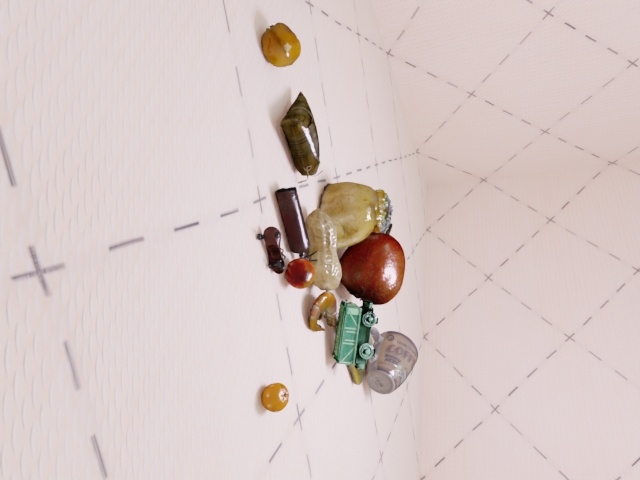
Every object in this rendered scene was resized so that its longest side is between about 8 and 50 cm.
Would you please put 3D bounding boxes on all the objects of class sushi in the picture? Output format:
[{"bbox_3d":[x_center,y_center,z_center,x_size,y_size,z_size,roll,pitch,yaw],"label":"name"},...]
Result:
[{"bbox_3d":[0.279,-0.149,2.270,0.184,0.139,0.274,50,47,-57],"label":"sushi"}]

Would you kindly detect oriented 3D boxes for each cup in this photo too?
[{"bbox_3d":[0.299,0.555,2.121,0.301,0.227,0.257,52,32,-2],"label":"cup"}]

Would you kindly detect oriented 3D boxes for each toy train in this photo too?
[{"bbox_3d":[0.136,0.362,1.750,0.115,0.154,0.269,174,-76,-85],"label":"toy train"}]

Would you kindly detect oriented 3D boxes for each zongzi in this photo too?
[{"bbox_3d":[-0.050,-0.367,1.591,0.241,0.111,0.247,-79,158,-48],"label":"zongzi"}]

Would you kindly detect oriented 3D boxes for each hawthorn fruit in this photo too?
[{"bbox_3d":[0.233,0.090,1.897,0.285,0.285,0.369,45,62,-57],"label":"hawthorn fruit"}]

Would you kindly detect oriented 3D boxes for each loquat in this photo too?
[{"bbox_3d":[-0.128,-0.630,1.457,0.137,0.113,0.137,0,90,-42],"label":"loquat"}]

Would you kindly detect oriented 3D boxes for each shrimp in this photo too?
[{"bbox_3d":[0.017,0.273,1.646,0.150,0.068,0.248,-54,149,-14],"label":"shrimp"}]

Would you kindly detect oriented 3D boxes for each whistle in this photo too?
[{"bbox_3d":[0.131,0.470,1.894,0.068,0.057,0.326,-61,140,-53],"label":"whistle"}]

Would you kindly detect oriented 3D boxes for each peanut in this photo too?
[{"bbox_3d":[0.004,0.033,1.611,0.136,0.120,0.298,8,76,-72],"label":"peanut"}]

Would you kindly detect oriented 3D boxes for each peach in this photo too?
[{"bbox_3d":[-0.064,0.107,1.454,0.101,0.101,0.100,-5,90,-67],"label":"peach"}]

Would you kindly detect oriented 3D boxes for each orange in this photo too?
[{"bbox_3d":[-0.126,0.443,1.274,0.083,0.070,0.083,34,51,-57],"label":"orange"}]

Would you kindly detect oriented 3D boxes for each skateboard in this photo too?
[{"bbox_3d":[-0.137,0.028,1.363,0.080,0.067,0.151,-73,156,-61],"label":"skateboard"}]

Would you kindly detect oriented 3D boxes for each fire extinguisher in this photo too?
[{"bbox_3d":[-0.074,-0.044,1.480,0.072,0.089,0.267,28,-45,63],"label":"fire extinguisher"}]

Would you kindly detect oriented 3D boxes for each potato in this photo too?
[{"bbox_3d":[0.125,-0.113,1.800,0.242,0.242,0.285,55,38,-50],"label":"potato"}]

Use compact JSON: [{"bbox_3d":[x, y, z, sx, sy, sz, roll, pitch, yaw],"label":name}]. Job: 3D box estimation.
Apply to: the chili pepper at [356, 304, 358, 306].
[{"bbox_3d":[0.147,0.390,1.947,0.098,0.061,0.224,-37,120,-69],"label":"chili pepper"}]
